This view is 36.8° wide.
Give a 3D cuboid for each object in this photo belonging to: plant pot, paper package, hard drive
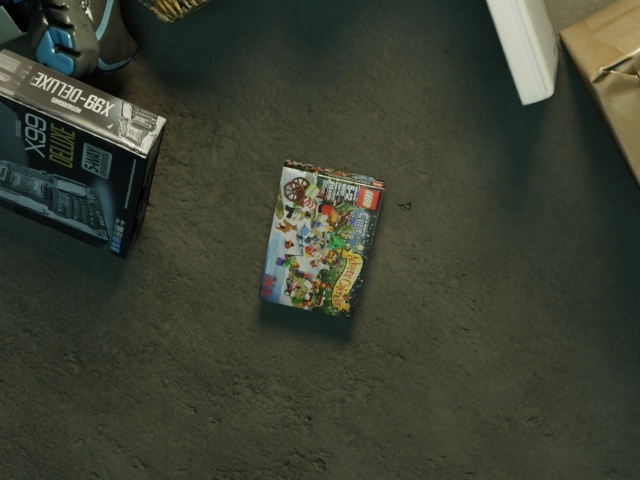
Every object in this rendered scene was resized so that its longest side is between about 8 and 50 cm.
[{"bbox_3d":[-0.466,-0.340,1.395,0.096,0.109,0.109,-24,109,30],"label":"plant pot"},{"bbox_3d":[0.460,-0.157,1.242,0.168,0.325,0.309,-27,107,16],"label":"paper package"},{"bbox_3d":[0.228,-0.372,1.226,0.047,0.233,0.353,-15,111,22],"label":"hard drive"}]

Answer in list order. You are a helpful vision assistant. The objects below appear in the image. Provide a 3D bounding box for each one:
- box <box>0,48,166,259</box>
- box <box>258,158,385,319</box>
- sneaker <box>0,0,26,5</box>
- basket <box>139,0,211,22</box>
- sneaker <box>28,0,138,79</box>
[{"bbox_3d":[-0.368,-0.115,1.409,0.243,0.076,0.307,24,148,-4],"label":"box"},{"bbox_3d":[0.000,0.000,1.515,0.159,0.044,0.233,12,114,1],"label":"box"},{"bbox_3d":[-0.445,-0.377,1.280,0.217,0.079,0.121,15,106,30],"label":"sneaker"},{"bbox_3d":[-0.195,-0.477,1.308,0.214,0.223,0.299,-18,114,49],"label":"basket"},{"bbox_3d":[-0.367,-0.391,1.359,0.125,0.140,0.340,-13,94,38],"label":"sneaker"}]
